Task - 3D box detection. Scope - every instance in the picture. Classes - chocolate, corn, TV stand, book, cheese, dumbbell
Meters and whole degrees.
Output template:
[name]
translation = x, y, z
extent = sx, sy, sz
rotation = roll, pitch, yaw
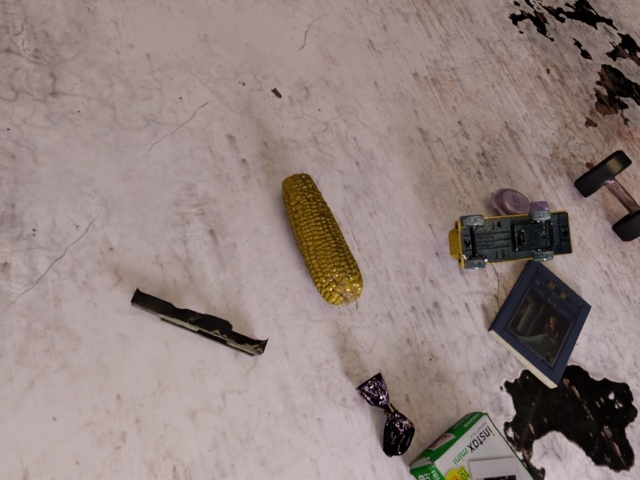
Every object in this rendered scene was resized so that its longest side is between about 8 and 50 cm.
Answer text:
[chocolate]
translation = 0.125, 0.324, 1.051
extent = 0.147, 0.072, 0.070
rotation = 62, 17, 6
[corn]
translation = 0.000, 0.000, 1.145
extent = 0.101, 0.101, 0.310
rotation = -15, 72, -29
[TV stand]
translation = -0.216, 0.148, 1.005
extent = 0.249, 0.042, 0.036
rotation = 24, 59, -10
[book]
translation = 0.519, 0.184, 1.315
extent = 0.191, 0.025, 0.269
rotation = 42, 55, 3
[cheese]
translation = 0.519, -0.082, 1.451
extent = 0.191, 0.042, 0.105
rotation = 14, 60, -17
[dumbbell]
translation = 0.828, -0.122, 1.542
extent = 0.152, 0.152, 0.218
rotation = -30, 78, -33

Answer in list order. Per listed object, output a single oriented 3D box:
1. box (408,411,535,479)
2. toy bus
[box]
translation = 0.296, 0.460, 1.020
extent = 0.180, 0.103, 0.250
rotation = -29, 78, -34
[toy bus]
translation = 0.439, -0.006, 1.317
extent = 0.335, 0.123, 0.121
rotation = -5, 90, -24
